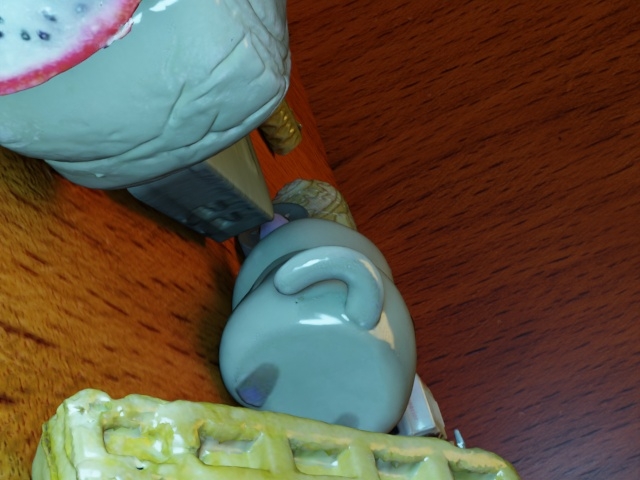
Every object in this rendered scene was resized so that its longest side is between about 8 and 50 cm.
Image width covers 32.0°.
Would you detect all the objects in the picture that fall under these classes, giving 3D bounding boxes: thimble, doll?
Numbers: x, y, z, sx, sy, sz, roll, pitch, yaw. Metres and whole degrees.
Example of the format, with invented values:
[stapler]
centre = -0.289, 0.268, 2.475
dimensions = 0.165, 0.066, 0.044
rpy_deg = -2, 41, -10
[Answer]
[thimble]
centre = 0.000, 0.000, 1.860
dimensions = 0.190, 0.137, 0.143
rpy_deg = 41, 22, -43
[doll]
centre = -0.002, 0.098, 1.291
dimensions = 0.370, 0.215, 0.226
rpy_deg = -121, -129, -81

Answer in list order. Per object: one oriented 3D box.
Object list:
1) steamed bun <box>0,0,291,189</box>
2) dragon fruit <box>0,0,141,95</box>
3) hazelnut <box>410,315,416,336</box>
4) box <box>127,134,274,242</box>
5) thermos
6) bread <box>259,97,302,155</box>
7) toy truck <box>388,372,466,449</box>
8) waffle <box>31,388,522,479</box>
[steamed bun]
centre = -0.138, -0.179, 0.872
dimensions = 0.383, 0.247, 0.236
rpy_deg = -104, 168, -51
[dragon fruit]
centre = -0.182, -0.232, 0.488
dimensions = 0.226, 0.305, 0.305
rpy_deg = -96, 165, -49
[hazelnut]
centre = 0.085, 0.169, 1.955
dimensions = 0.178, 0.178, 0.204
rpy_deg = -84, 163, -76
[box]
centre = -0.180, -0.210, 1.229
dimensions = 0.396, 0.111, 0.396
rpy_deg = 44, 27, -76
[thermos]
centre = -0.048, 0.045, 1.613
dimensions = 0.137, 0.105, 0.193
rpy_deg = 30, -30, 46
[bread]
centre = -0.114, -0.284, 2.134
dimensions = 0.077, 0.084, 0.367
rpy_deg = 24, -20, 28
[toy truck]
centre = 0.108, 0.340, 1.442
dimensions = 0.173, 0.207, 0.387
rpy_deg = 53, 18, -69
[waffle]
centre = 0.000, 0.205, 0.646
dimensions = 0.328, 0.098, 0.224
rpy_deg = 16, 33, -28
